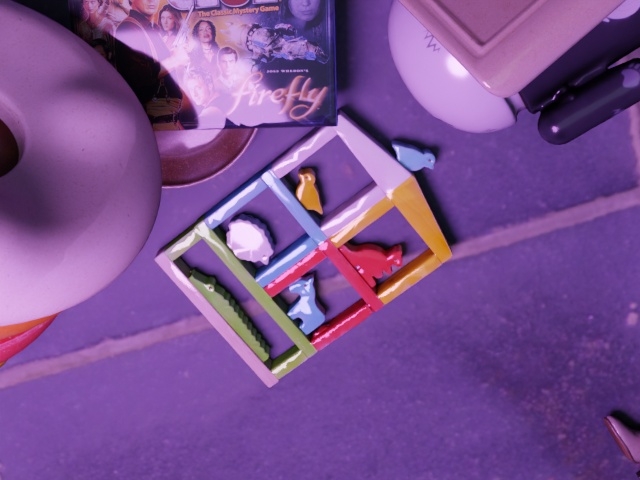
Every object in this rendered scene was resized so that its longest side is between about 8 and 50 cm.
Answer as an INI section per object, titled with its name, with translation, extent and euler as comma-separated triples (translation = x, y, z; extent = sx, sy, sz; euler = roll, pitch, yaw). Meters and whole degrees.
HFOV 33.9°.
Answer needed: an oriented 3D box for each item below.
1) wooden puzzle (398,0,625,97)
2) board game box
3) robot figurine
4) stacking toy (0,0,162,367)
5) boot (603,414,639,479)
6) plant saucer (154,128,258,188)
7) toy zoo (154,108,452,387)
[wooden puzzle]
translation = 0.155, -0.259, 0.852
extent = 0.221, 0.044, 0.239
euler = -41, 66, 5
[board game box]
translation = -0.107, -0.187, 0.980
extent = 0.243, 0.042, 0.165
euler = -2, 109, 1
[robot figurine]
translation = 0.195, -0.214, 0.941
extent = 0.278, 0.209, 0.173
euler = -33, 123, 11
[stacking toy]
translation = -0.373, 0.039, 0.965
extent = 0.350, 0.351, 0.480
euler = 26, 134, -8
[boot]
translation = 0.377, 0.220, 1.161
extent = 0.087, 0.042, 0.118
euler = -33, 107, 5
[plant saucer]
translation = -0.153, -0.150, 1.035
extent = 0.198, 0.036, 0.199
euler = 0, 109, 0
[toy zoo]
translation = 0.000, 0.000, 1.089
extent = 0.293, 0.030, 0.192
euler = -36, 105, 13
